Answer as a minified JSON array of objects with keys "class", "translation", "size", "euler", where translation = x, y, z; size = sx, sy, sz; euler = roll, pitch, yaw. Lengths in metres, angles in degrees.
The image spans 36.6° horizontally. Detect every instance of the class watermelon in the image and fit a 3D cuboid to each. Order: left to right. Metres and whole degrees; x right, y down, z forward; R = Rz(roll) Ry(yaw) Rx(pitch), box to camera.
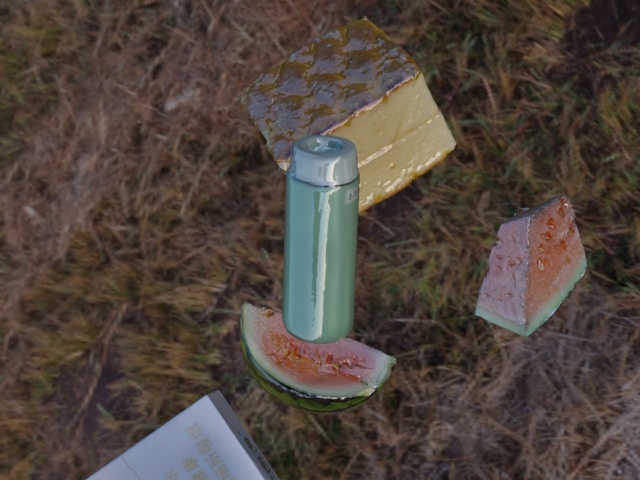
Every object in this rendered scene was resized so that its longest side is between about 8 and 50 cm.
[{"class":"watermelon","translation":[-0.017,0.129,0.932],"size":[0.163,0.069,0.087],"euler":[19,102,6]},{"class":"watermelon","translation":[0.363,0.014,1.676],"size":[0.139,0.257,0.193],"euler":[25,57,30]}]

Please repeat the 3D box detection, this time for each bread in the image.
[{"class":"bread","translation":[0.043,-0.206,1.662],"size":[0.279,0.207,0.279],"euler":[-35,38,0]}]

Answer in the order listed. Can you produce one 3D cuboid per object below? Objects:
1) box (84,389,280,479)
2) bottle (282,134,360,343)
[{"class":"box","translation":[-0.148,0.259,0.827],"size":[0.243,0.067,0.155],"euler":[-36,83,0]},{"class":"bottle","translation":[0.000,0.000,0.390],"size":[0.030,0.030,0.083],"euler":[28,128,40]}]
